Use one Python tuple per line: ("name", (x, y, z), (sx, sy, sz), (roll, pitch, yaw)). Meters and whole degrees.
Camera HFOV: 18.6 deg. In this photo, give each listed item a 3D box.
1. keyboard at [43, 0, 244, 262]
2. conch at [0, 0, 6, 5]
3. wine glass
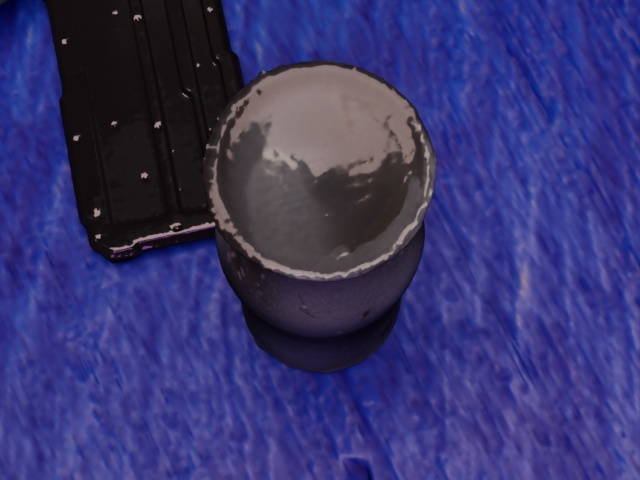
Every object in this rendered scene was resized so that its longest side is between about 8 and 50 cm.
("keyboard", (-0.101, -0.118, 1.099), (0.106, 0.016, 0.262), (-12, 72, 0))
("conch", (-0.219, -0.157, 1.092), (0.170, 0.079, 0.106), (-46, 48, 6))
("wine glass", (0.000, 0.000, 0.946), (0.103, 0.231, 0.103), (0, 73, 0))
